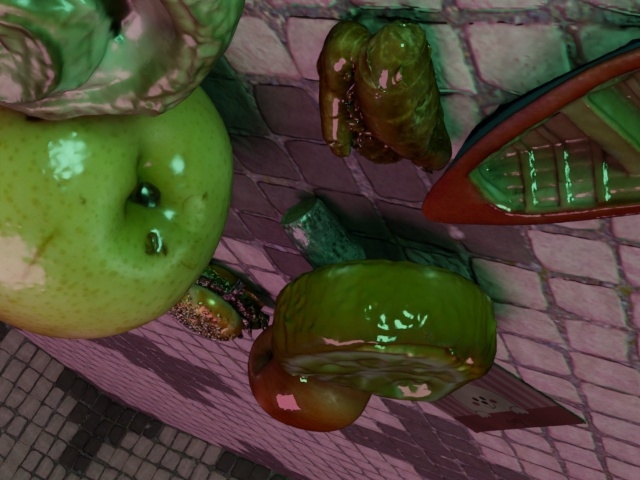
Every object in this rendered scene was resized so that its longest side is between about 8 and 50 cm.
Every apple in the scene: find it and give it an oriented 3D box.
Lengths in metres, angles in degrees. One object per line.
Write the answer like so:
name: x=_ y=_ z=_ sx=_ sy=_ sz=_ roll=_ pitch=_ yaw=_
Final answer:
apple: x=-0.011 y=0.204 z=1.214 sx=0.199 sy=0.199 sz=0.199 roll=24 pitch=157 yaw=11

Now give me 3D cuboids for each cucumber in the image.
cucumber: x=0.001 y=0.001 z=0.906 sx=0.064 sy=0.064 sz=0.112 roll=2 pitch=146 yaw=47

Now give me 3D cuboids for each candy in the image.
candy: x=0.069 y=0.106 z=0.899 sx=0.259 sy=0.118 sz=0.260 roll=1 pitch=156 yaw=0

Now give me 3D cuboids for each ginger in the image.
ginger: x=0.043 y=-0.104 z=0.623 sx=0.103 sy=0.073 sz=0.162 roll=16 pitch=155 yaw=29

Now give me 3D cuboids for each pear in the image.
pear: x=-0.244 y=-0.058 z=0.765 sx=0.309 sy=0.309 sz=0.309 roll=24 pitch=157 yaw=11

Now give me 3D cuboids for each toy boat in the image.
toy boat: x=0.205 y=-0.075 z=0.493 sx=0.136 sy=0.079 sz=0.392 roll=37 pitch=155 yaw=-23

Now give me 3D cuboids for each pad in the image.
pad: x=0.232 y=0.235 z=1.199 sx=0.202 sy=0.005 sz=0.300 roll=33 pitch=157 yaw=-9

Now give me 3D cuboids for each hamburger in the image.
hamburger: x=-0.173 y=0.104 z=1.280 sx=0.189 sy=0.093 sz=0.164 roll=25 pitch=156 yaw=5

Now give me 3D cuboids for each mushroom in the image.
mushroom: x=-0.145 y=-0.185 z=0.549 sx=0.164 sy=0.190 sz=0.267 roll=23 pitch=139 yaw=-27
